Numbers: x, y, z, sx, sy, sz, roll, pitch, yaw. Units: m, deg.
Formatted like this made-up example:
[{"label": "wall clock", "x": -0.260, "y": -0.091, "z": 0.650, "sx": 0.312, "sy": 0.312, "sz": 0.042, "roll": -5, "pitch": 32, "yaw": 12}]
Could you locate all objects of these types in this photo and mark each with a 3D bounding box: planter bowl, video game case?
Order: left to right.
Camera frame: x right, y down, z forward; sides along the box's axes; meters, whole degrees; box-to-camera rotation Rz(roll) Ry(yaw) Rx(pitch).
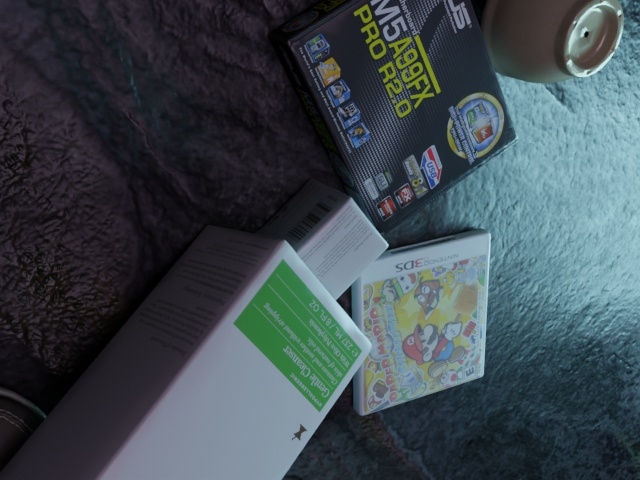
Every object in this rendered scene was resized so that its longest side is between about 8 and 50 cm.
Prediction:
[{"label": "video game case", "x": 0.137, "y": 0.110, "z": 1.120, "sx": 0.206, "sy": 0.026, "sz": 0.226, "roll": -13, "pitch": 115, "yaw": -24}, {"label": "planter bowl", "x": 0.288, "y": -0.256, "z": 0.992, "sx": 0.162, "sy": 0.109, "sz": 0.162, "roll": -18, "pitch": 127, "yaw": -25}]

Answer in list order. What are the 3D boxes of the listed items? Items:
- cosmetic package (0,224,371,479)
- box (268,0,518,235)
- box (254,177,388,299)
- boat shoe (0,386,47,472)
[{"label": "cosmetic package", "x": -0.137, "y": 0.184, "z": 0.872, "sx": 0.365, "sy": 0.155, "sz": 0.197, "roll": -55, "pitch": 127, "yaw": -21}, {"label": "box", "x": 0.093, "y": -0.173, "z": 0.959, "sx": 0.216, "sy": 0.060, "sz": 0.270, "roll": -34, "pitch": 122, "yaw": -10}, {"label": "box", "x": 0.000, "y": 0.000, "z": 0.955, "sx": 0.101, "sy": 0.102, "sz": 0.087, "roll": -45, "pitch": 122, "yaw": -7}, {"label": "boat shoe", "x": -0.309, "y": 0.293, "z": 0.906, "sx": 0.109, "sy": 0.091, "sz": 0.305, "roll": -26, "pitch": 120, "yaw": -18}]
